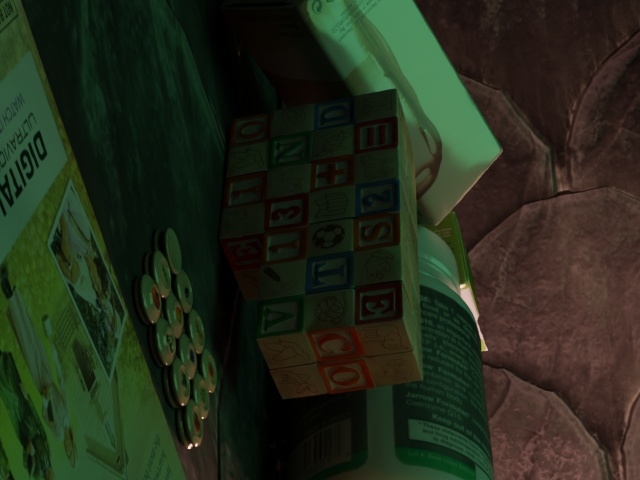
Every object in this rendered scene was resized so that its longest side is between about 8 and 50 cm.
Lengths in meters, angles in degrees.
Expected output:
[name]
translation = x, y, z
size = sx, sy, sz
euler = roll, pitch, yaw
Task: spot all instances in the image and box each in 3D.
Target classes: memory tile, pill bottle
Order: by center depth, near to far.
[memory tile]
translation = -0.108, 0.073, 1.024
size = 0.113, 0.012, 0.148
euler = -80, 157, -63
[pill bottle]
translation = 0.066, 0.159, 1.351
size = 0.361, 0.204, 0.204
euler = -89, 165, -46

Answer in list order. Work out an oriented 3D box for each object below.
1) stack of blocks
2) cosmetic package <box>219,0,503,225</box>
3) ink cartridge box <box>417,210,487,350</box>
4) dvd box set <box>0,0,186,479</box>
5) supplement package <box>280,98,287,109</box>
[stack of blocks]
translation = 0.000, 0.000, 1.240
size = 0.297, 0.171, 0.087
euler = -89, 165, -44
[cosmetic package]
translation = 0.046, -0.169, 1.419
size = 0.129, 0.153, 0.296
euler = -48, 120, -21
[ink cartridge box]
translation = 0.098, 0.073, 1.659
size = 0.255, 0.189, 0.097
euler = 61, 20, -65
[dvd box set]
translation = -0.106, 0.117, 0.407
size = 0.307, 0.062, 0.420
euler = -80, 157, -64
[supplement package]
translation = 0.044, -0.161, 1.692
size = 0.203, 0.149, 0.194
euler = 66, 17, -52
